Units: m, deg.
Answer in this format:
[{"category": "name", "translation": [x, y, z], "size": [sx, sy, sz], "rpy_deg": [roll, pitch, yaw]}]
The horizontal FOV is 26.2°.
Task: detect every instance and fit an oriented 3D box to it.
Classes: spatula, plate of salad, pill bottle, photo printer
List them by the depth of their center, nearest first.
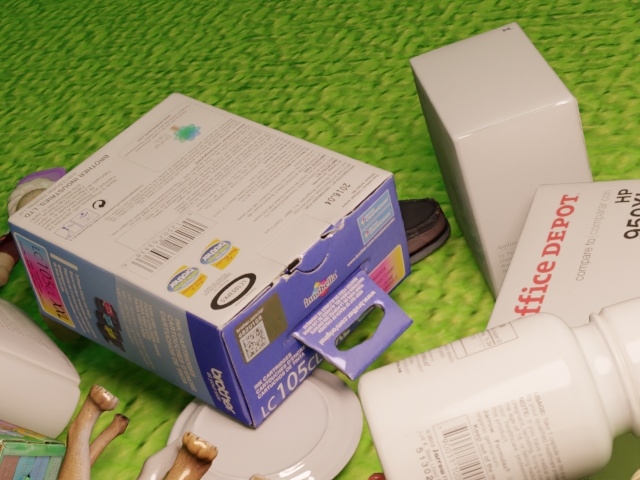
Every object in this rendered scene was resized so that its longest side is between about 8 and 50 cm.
[{"category": "pill bottle", "translation": [0.155, 0.128, 1.050], "size": [0.229, 0.131, 0.131], "rpy_deg": [-20, 30, 3]}, {"category": "plate of salad", "translation": [-0.054, 0.198, 1.364], "size": [0.200, 0.048, 0.199], "rpy_deg": [-9, 38, 7]}, {"category": "photo printer", "translation": [-0.436, 0.096, 1.489], "size": [0.107, 0.308, 0.256], "rpy_deg": [-59, 37, 2]}, {"category": "spatula", "translation": [-0.426, -0.010, 1.919], "size": [0.084, 0.030, 0.296], "rpy_deg": [-10, 32, 15]}]

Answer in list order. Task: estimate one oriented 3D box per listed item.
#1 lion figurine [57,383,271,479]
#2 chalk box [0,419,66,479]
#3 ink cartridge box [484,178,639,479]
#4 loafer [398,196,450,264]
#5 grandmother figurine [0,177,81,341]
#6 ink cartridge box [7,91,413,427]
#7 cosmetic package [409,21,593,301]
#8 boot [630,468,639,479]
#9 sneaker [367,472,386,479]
[{"category": "lion figurine", "translation": [-0.175, 0.277, 1.218], "size": [0.240, 0.142, 0.392], "rpy_deg": [-59, 21, -11]}, {"category": "chalk box", "translation": [-0.314, 0.218, 1.195], "size": [0.213, 0.132, 0.132], "rpy_deg": [18, 85, 16]}, {"category": "ink cartridge box", "translation": [0.366, 0.077, 1.220], "size": [0.395, 0.166, 0.285], "rpy_deg": [-3, 33, 25]}, {"category": "loafer", "translation": [0.000, 0.000, 1.609], "size": [0.303, 0.095, 0.109], "rpy_deg": [-17, 29, 2]}, {"category": "grandmother figurine", "translation": [-0.327, 0.009, 1.766], "size": [0.208, 0.104, 0.342], "rpy_deg": [-2, 25, -26]}, {"category": "ink cartridge box", "translation": [-0.093, 0.018, 1.440], "size": [0.395, 0.151, 0.270], "rpy_deg": [22, 51, 37]}, {"category": "cosmetic package", "translation": [0.206, -0.085, 1.511], "size": [0.138, 0.224, 0.224], "rpy_deg": [-18, 30, 1]}, {"category": "boot", "translation": [0.249, 0.285, 0.854], "size": [0.203, 0.262, 0.095], "rpy_deg": [-36, -5, -35]}, {"category": "sneaker", "translation": [-0.019, 0.302, 1.088], "size": [0.116, 0.136, 0.314], "rpy_deg": [13, 43, 43]}]
